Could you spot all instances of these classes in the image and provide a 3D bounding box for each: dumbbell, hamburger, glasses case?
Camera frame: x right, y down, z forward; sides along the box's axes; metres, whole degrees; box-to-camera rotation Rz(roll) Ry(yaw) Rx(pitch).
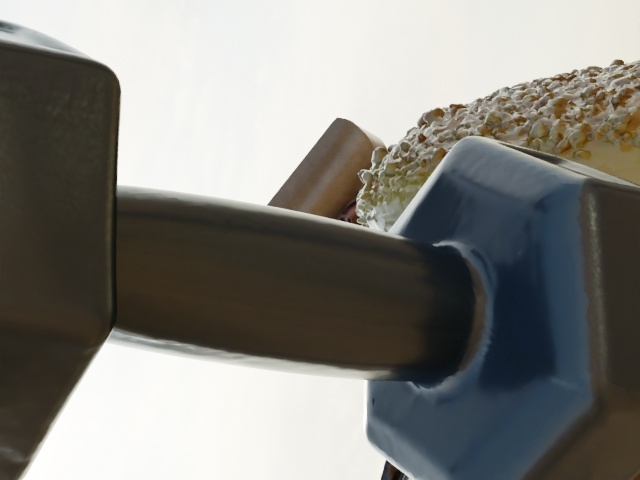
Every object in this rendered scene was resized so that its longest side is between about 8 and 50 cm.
[{"bbox_3d":[-0.022,0.017,0.517,0.156,0.316,0.143,-55,40,33],"label":"dumbbell"},{"bbox_3d":[0.164,-0.019,0.870,0.302,0.302,0.170,-48,-50,-67],"label":"hamburger"},{"bbox_3d":[0.000,0.000,1.217,0.193,0.070,0.102,-51,-26,10],"label":"glasses case"}]

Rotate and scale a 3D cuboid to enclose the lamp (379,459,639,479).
[{"bbox_3d":[0.179,0.213,1.131,0.303,0.257,0.303,-38,-46,-54],"label":"lamp"}]
